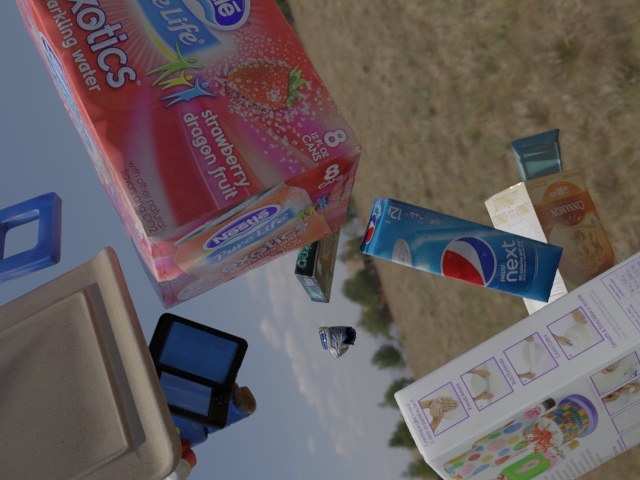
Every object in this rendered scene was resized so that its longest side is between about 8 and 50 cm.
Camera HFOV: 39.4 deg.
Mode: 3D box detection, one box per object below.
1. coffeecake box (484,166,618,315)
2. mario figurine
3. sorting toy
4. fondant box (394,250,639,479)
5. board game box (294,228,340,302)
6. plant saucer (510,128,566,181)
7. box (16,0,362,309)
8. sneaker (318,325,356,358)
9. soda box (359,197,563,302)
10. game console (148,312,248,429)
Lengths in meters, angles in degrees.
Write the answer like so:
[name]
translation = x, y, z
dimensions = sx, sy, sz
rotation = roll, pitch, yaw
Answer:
[coffeecake box]
translation = 0.304, 0.012, 1.139
dimensions = 0.142, 0.068, 0.185
rotation = -15, -98, -45
[mario figurine]
translation = -0.286, 0.364, 1.743
dimensions = 0.170, 0.320, 0.198
rotation = 59, 158, -11
[sorting toy]
translation = -0.190, 0.120, 0.584
dimensions = 0.347, 0.196, 0.047
rotation = 62, -177, 38
[fondant box]
translation = 0.277, 0.165, 0.982
dimensions = 0.238, 0.330, 0.096
rotation = 50, -170, -49
[board game box]
translation = 0.000, 0.000, 1.080
dimensions = 0.186, 0.026, 0.126
rotation = 67, -149, -76
[plant saucer]
translation = 0.317, -0.112, 1.286
dimensions = 0.192, 0.067, 0.018
rotation = 37, -140, -68
[box]
translation = -0.109, -0.126, 0.640
dimensions = 0.300, 0.154, 0.142
rotation = 62, 165, 17
[sneaker]
translation = 0.041, 0.183, 1.639
dimensions = 0.135, 0.058, 0.052
rotation = 39, -141, -72
[soda box]
translation = 0.156, 0.011, 1.004
dimensions = 0.071, 0.210, 0.067
rotation = -164, 89, -80
[game console]
translation = -0.162, 0.165, 1.131
dimensions = 0.107, 0.122, 0.071
rotation = -89, 23, -57
